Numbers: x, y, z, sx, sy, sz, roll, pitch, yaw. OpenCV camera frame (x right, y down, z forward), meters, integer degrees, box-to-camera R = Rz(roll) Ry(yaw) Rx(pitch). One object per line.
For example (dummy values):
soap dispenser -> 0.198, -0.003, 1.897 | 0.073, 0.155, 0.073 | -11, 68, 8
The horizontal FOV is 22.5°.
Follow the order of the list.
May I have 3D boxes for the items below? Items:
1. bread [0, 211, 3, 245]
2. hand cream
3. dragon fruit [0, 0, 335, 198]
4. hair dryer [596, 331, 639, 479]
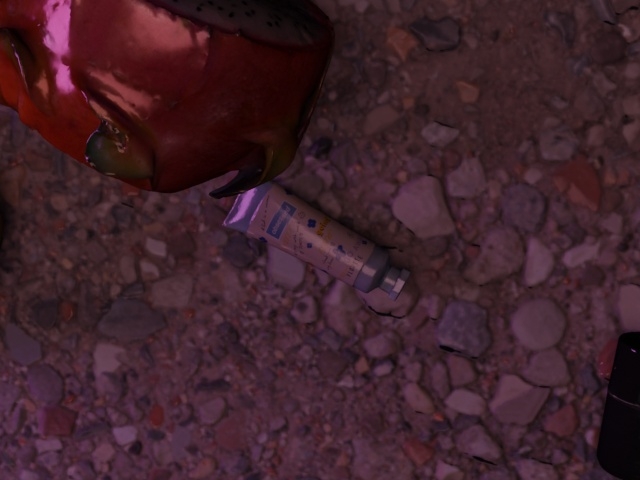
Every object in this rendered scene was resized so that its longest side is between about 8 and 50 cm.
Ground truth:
bread -> -0.406, -0.008, 1.454 | 0.230, 0.123, 0.230 | 3, 105, 10
hand cream -> 0.000, 0.000, 1.440 | 0.171, 0.043, 0.065 | 29, 105, 5
dragon fruit -> -0.141, -0.139, 1.304 | 0.291, 0.290, 0.189 | 24, 106, 1
hair dryer -> 0.360, 0.155, 1.423 | 0.219, 0.071, 0.124 | 5, 107, -2
